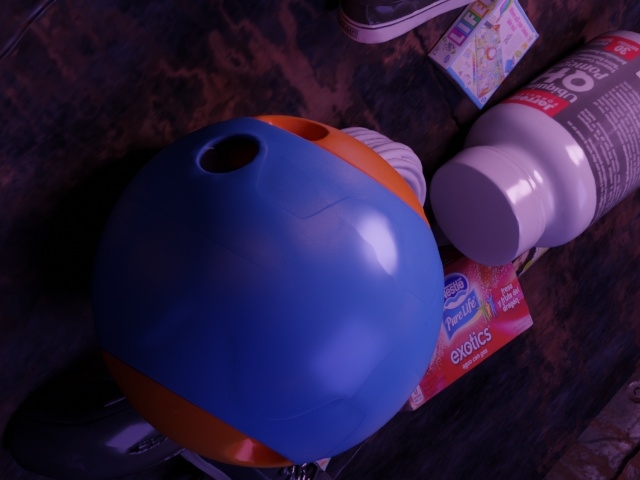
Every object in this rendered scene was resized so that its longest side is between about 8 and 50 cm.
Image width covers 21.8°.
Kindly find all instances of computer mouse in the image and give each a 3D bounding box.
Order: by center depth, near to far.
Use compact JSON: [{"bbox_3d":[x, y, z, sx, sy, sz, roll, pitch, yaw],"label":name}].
[{"bbox_3d":[-0.147,0.138,1.508,0.262,0.060,0.184,-6,123,-26],"label":"computer mouse"}]

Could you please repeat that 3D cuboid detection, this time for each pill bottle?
[{"bbox_3d":[0.275,-0.101,1.897,0.318,0.176,0.176,-35,154,-34],"label":"pill bottle"}]

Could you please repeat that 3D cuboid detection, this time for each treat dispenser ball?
[{"bbox_3d":[-0.043,0.042,1.354,0.288,0.288,0.288,-41,157,-22],"label":"treat dispenser ball"}]

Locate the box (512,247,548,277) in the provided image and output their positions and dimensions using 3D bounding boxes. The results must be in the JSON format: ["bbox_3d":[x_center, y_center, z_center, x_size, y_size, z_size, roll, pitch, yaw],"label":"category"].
[{"bbox_3d":[0.268,-0.009,2.197,0.232,0.058,0.087,-42,157,-20],"label":"box"}]

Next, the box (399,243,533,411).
[{"bbox_3d":[0.113,0.097,1.906,0.128,0.123,0.257,-13,-169,44],"label":"box"}]

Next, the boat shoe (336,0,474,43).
[{"bbox_3d":[0.108,-0.248,1.464,0.219,0.078,0.070,-35,155,-29],"label":"boat shoe"}]

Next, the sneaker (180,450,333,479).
[{"bbox_3d":[-0.033,0.212,1.699,0.163,0.226,0.086,-43,-163,44],"label":"sneaker"}]

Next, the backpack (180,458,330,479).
[{"bbox_3d":[-0.054,0.234,1.848,0.152,0.115,0.182,10,112,-31],"label":"backpack"}]

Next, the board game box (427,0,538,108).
[{"bbox_3d":[0.172,-0.204,1.731,0.103,0.026,0.154,-51,158,2],"label":"board game box"}]

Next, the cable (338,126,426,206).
[{"bbox_3d":[0.000,0.000,1.646,0.257,0.089,0.257,-28,149,-41],"label":"cable"}]
